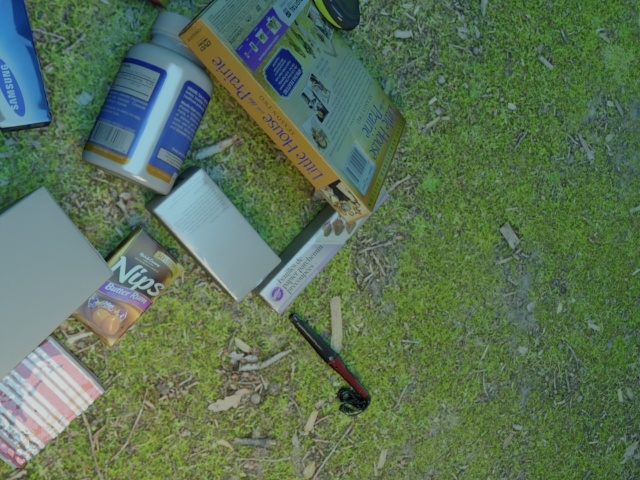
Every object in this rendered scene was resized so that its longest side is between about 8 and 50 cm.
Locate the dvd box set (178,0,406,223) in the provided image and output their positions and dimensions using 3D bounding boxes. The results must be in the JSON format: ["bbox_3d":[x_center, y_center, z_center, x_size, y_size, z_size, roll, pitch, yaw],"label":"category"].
[{"bbox_3d":[-0.020,-0.274,1.137,0.420,0.062,0.307,46,42,-22],"label":"dvd box set"}]

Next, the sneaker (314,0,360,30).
[{"bbox_3d":[0.048,-0.536,1.171,0.111,0.121,0.300,-16,106,-49],"label":"sneaker"}]

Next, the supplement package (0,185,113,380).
[{"bbox_3d":[-0.483,0.086,0.927,0.175,0.177,0.293,57,42,-19],"label":"supplement package"}]

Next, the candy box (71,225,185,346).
[{"bbox_3d":[-0.341,0.078,1.127,0.186,0.053,0.109,-49,112,-13],"label":"candy box"}]

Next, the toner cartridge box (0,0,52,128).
[{"bbox_3d":[-0.475,-0.339,0.952,0.075,0.165,0.348,-14,101,-21],"label":"toner cartridge box"}]

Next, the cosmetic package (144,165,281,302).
[{"bbox_3d":[-0.191,-0.011,1.167,0.117,0.085,0.231,-43,113,-14],"label":"cosmetic package"}]

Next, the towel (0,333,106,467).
[{"bbox_3d":[-0.486,0.271,1.100,0.197,0.029,0.144,-42,111,-17],"label":"towel"}]

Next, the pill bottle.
[{"bbox_3d":[-0.268,-0.225,1.066,0.152,0.152,0.272,25,85,-25],"label":"pill bottle"}]

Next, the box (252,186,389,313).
[{"bbox_3d":[0.000,0.000,1.265,0.324,0.067,0.063,-47,112,-13],"label":"box"}]

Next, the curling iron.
[{"bbox_3d":[0.018,0.255,1.320,0.068,0.035,0.274,-39,110,-16],"label":"curling iron"}]

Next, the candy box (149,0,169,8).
[{"bbox_3d":[-0.249,-0.554,0.955,0.122,0.268,0.317,28,90,7],"label":"candy box"}]
